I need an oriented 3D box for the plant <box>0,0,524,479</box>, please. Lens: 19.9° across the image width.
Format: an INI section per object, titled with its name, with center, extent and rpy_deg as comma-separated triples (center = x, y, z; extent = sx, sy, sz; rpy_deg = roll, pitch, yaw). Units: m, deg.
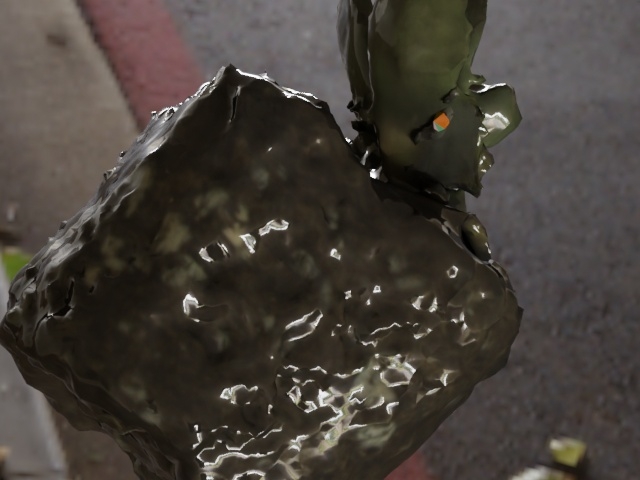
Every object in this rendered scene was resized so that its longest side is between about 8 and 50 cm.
[plant]
center = 0.000, 0.000, 0.942
extent = 0.213, 0.215, 0.312
rpy_deg = 47, 72, -8
